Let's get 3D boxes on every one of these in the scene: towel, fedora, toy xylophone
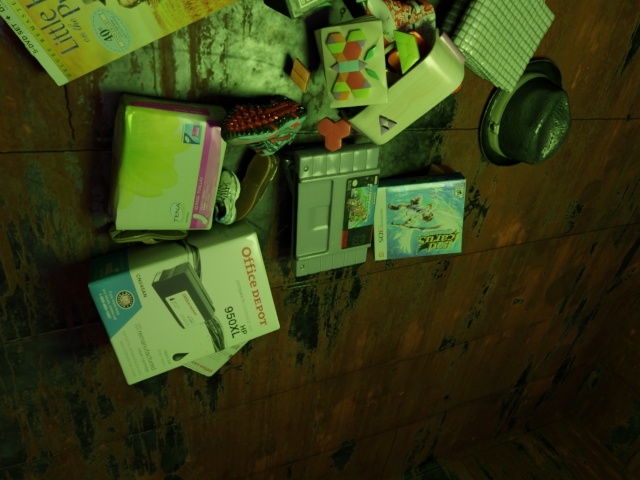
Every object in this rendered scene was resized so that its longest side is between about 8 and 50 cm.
[{"bbox_3d":[0.433,-0.538,1.220,0.283,0.121,0.235,15,107,-43],"label":"towel"},{"bbox_3d":[0.637,-0.349,1.452,0.333,0.152,0.334,-15,129,-19],"label":"fedora"},{"bbox_3d":[0.175,-0.362,1.152,0.322,0.081,0.236,-27,134,27],"label":"toy xylophone"}]

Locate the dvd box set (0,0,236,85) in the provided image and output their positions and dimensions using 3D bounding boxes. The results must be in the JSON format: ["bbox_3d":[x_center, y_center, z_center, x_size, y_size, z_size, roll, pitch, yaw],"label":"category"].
[{"bbox_3d":[-0.342,-0.477,0.821,0.420,0.062,0.308,-29,150,-7],"label":"dvd box set"}]

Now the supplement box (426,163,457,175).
[{"bbox_3d":[0.344,-0.114,1.517,0.078,0.080,0.234,3,120,-29],"label":"supplement box"}]

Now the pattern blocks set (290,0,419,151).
[{"bbox_3d":[0.068,-0.377,1.059,0.285,0.026,0.325,-15,109,25],"label":"pattern blocks set"}]

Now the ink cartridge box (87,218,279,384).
[{"bbox_3d":[-0.330,0.138,1.231,0.394,0.166,0.286,-18,114,-17],"label":"ink cartridge box"}]

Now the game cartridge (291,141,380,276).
[{"bbox_3d":[0.038,-0.076,1.300,0.230,0.068,0.355,-9,124,-18],"label":"game cartridge"}]

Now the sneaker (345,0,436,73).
[{"bbox_3d":[0.167,-0.518,1.113,0.145,0.090,0.270,-45,136,6],"label":"sneaker"}]

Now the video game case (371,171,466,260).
[{"bbox_3d":[0.285,-0.067,1.451,0.269,0.061,0.244,-6,121,0],"label":"video game case"}]

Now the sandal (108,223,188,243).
[{"bbox_3d":[-0.413,-0.017,1.182,0.180,0.072,0.049,-7,142,-23],"label":"sandal"}]

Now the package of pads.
[{"bbox_3d":[-0.342,-0.161,1.087,0.229,0.101,0.297,-1,123,-29],"label":"package of pads"}]

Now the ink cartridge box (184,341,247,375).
[{"bbox_3d":[-0.316,0.294,1.452,0.190,0.082,0.139,-42,132,7],"label":"ink cartridge box"}]

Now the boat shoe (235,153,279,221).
[{"bbox_3d":[-0.169,-0.130,1.227,0.207,0.073,0.073,-50,171,20],"label":"boat shoe"}]

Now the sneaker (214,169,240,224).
[{"bbox_3d":[-0.231,-0.104,1.187,0.058,0.052,0.135,-12,105,-63],"label":"sneaker"}]

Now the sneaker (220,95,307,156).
[{"bbox_3d":[-0.123,-0.234,1.097,0.262,0.104,0.125,-31,152,-50],"label":"sneaker"}]

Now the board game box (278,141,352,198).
[{"bbox_3d":[-0.009,-0.156,1.302,0.194,0.060,0.194,-14,129,-20],"label":"board game box"}]

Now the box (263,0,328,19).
[{"bbox_3d":[-0.004,-0.616,0.880,0.294,0.183,0.296,-30,131,-9],"label":"box"}]
